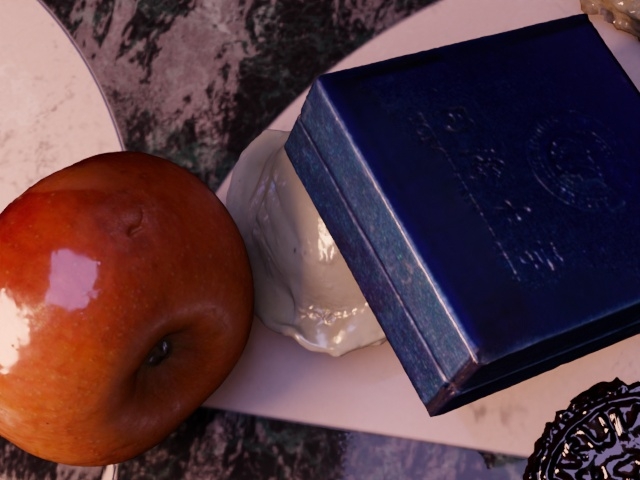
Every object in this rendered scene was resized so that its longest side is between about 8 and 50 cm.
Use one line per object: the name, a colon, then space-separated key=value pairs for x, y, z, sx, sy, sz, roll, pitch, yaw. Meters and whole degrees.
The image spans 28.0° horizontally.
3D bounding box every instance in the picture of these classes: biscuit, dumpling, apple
biscuit: x=0.256 y=0.208 z=1.033 sx=0.195 sy=0.053 sz=0.194 roll=-4 pitch=73 yaw=14
dumpling: x=0.000 y=0.000 z=1.134 sx=0.252 sy=0.131 sz=0.179 roll=31 pitch=93 yaw=27
apple: x=-0.182 y=0.061 z=1.096 sx=0.272 sy=0.251 sz=0.206 roll=-43 pitch=64 yaw=-14

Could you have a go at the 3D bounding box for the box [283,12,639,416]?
box: x=0.155 y=-0.032 z=1.032 sx=0.279 sy=0.116 sz=0.261 roll=-18 pitch=68 yaw=-27

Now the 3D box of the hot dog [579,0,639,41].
hot dog: x=0.441 y=-0.303 z=1.073 sx=0.367 sy=0.196 sz=0.365 roll=35 pitch=81 yaw=20
